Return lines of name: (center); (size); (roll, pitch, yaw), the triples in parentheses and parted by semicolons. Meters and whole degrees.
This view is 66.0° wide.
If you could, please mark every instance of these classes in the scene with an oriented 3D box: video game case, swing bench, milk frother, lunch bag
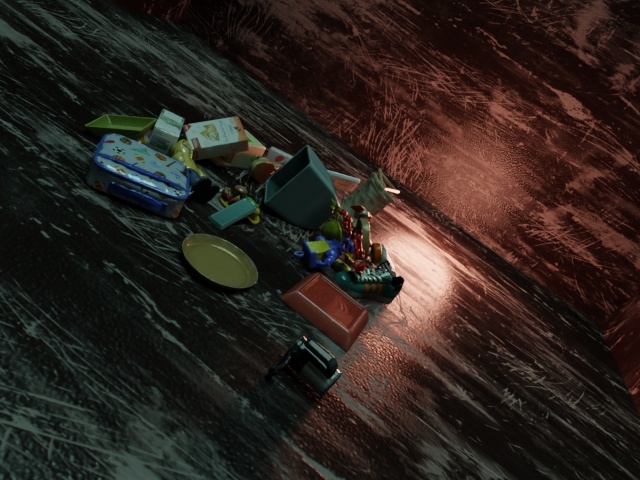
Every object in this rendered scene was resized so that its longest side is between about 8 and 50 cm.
video game case: (0.072, -0.306, 2.492); (0.227, 0.026, 0.206); (16, -8, -5)
swing bench: (0.215, -0.188, 2.311); (0.165, 0.253, 0.255); (50, 21, -1)
milk frother: (-0.039, 0.320, 1.192); (0.135, 0.129, 0.143); (40, 66, 16)
lunch bag: (-0.542, -0.193, 1.507); (0.304, 0.115, 0.243); (22, 27, -25)

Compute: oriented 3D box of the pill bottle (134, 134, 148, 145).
pill bottle: (-0.658, -0.356, 1.765); (0.043, 0.043, 0.083); (37, 23, 7)

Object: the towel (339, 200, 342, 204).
towel: (-0.030, -0.245, 2.422); (0.285, 0.034, 0.209); (13, 30, -42)

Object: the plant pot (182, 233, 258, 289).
plant pot: (-0.293, 0.066, 1.422); (0.236, 0.032, 0.236); (29, 23, -14)

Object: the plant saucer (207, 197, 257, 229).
plant saucer: (-0.299, -0.096, 1.691); (0.067, 0.018, 0.192); (39, 41, 12)

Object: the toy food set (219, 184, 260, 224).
toy food set: (-0.296, -0.151, 1.809); (0.218, 0.071, 0.128); (43, 23, 21)

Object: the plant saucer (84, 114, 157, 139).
plant saucer: (-0.691, -0.393, 1.723); (0.188, 0.045, 0.188); (5, 26, -2)

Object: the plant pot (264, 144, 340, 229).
plant pot: (-0.055, -0.192, 2.025); (0.252, 0.247, 0.247); (45, 17, -23)

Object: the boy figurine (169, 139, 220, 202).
boy figurine: (-0.456, -0.252, 1.749); (0.285, 0.092, 0.177); (54, 7, 36)

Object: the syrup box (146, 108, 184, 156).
syrup box: (-0.597, -0.419, 1.909); (0.093, 0.096, 0.236); (23, 25, -21)

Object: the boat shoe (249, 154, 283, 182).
boat shoe: (-0.255, -0.319, 2.188); (0.089, 0.104, 0.285); (34, 11, 12)

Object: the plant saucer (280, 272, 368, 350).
plant saucer: (0.031, 0.205, 1.566); (0.259, 0.047, 0.258); (37, 22, 9)

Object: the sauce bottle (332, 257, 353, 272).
sauce bottle: (0.066, 0.090, 1.857); (0.128, 0.042, 0.042); (36, 22, 19)

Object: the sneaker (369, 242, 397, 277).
sneaker: (0.272, 0.102, 2.103); (0.098, 0.083, 0.223); (50, 16, -27)

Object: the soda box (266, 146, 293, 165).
soda box: (-0.161, -0.383, 2.433); (0.216, 0.073, 0.069); (26, 18, -3)

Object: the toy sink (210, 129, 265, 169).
toy sink: (-0.381, -0.410, 2.142); (0.153, 0.131, 0.234); (44, 25, 24)

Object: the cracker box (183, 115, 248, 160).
cracker box: (-0.423, -0.415, 1.995); (0.233, 0.067, 0.155); (-15, 56, -16)

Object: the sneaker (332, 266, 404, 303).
sneaker: (0.180, 0.143, 1.797); (0.302, 0.121, 0.108); (15, 29, -37)

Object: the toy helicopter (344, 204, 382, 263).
toy helicopter: (0.159, -0.040, 2.052); (0.140, 0.234, 0.355); (-2, 8, -3)

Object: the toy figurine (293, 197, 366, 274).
toy figurine: (0.000, 0.000, 1.769); (0.218, 0.191, 0.362); (-13, 30, -13)
